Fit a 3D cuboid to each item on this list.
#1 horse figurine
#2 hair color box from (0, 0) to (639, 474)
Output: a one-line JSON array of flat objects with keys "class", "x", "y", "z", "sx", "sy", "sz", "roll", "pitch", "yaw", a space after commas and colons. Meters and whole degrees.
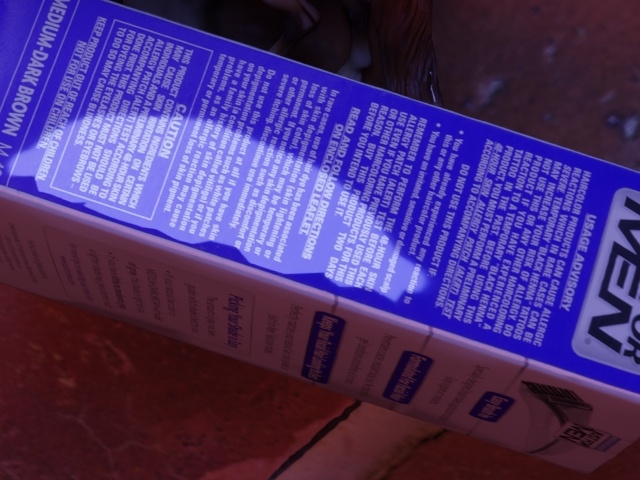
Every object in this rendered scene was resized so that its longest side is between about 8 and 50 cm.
[{"class": "horse figurine", "x": -0.057, "y": -0.141, "z": 0.804, "sx": 0.263, "sy": 0.066, "sz": 0.174, "roll": 17, "pitch": 140, "yaw": 8}, {"class": "hair color box", "x": 0.000, "y": 0.000, "z": 0.825, "sx": 0.339, "sy": 0.110, "sz": 0.185, "roll": 19, "pitch": 164, "yaw": 2}]
